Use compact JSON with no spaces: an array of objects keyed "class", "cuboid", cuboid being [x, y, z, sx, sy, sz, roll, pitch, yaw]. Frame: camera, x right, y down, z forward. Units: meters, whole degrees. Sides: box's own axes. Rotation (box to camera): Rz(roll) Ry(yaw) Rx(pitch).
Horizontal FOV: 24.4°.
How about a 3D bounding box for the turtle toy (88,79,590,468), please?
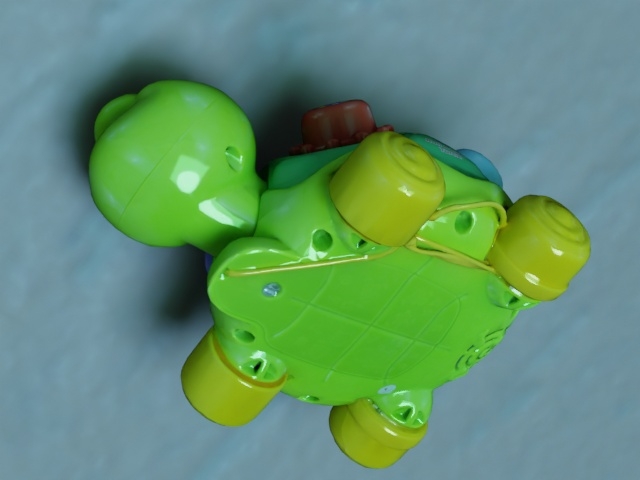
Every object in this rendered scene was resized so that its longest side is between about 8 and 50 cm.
[{"class":"turtle toy","cuboid":[0.000,0.000,0.385,0.130,0.066,0.095,21,123,-31]}]
